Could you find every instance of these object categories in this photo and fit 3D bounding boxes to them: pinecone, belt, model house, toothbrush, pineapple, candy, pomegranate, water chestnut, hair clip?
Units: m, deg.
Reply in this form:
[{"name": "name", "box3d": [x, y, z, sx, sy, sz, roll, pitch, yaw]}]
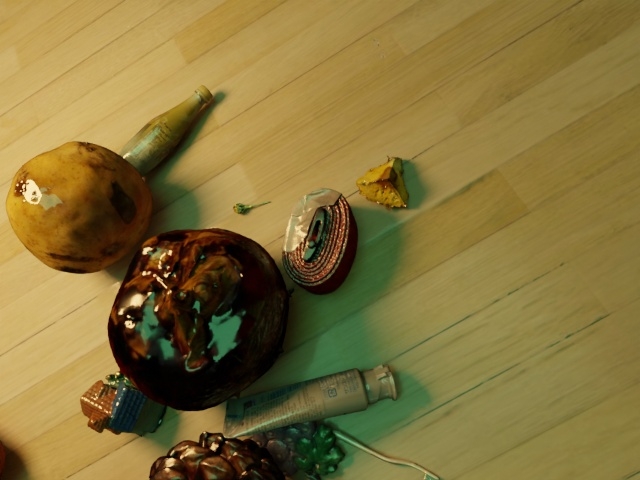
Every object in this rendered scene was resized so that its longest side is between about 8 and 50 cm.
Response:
[{"name": "pinecone", "box3d": [-0.157, 0.448, 0.734, 0.242, 0.296, 0.298, -29, 104, -8]}, {"name": "belt", "box3d": [0.000, 0.000, 0.902, 0.128, 0.124, 0.200, 10, 78, 16]}, {"name": "model house", "box3d": [-0.397, 0.316, 0.905, 0.148, 0.148, 0.119, 19, 79, 17]}, {"name": "toothbrush", "box3d": [0.110, 0.379, 0.820, 0.204, 0.017, 0.022, 19, 61, 19]}, {"name": "pineapple", "box3d": [0.136, -0.131, 0.933, 0.115, 0.077, 0.114, 18, 67, 15]}, {"name": "candy", "box3d": [-0.152, -0.078, 1.023, 0.083, 0.025, 0.023, -15, 99, 2]}, {"name": "pomegranate", "box3d": [-0.506, -0.067, 0.987, 0.282, 0.281, 0.280, -4, 73, 14]}, {"name": "water chestnut", "box3d": [-0.216, 0.125, 0.815, 0.336, 0.347, 0.334, -2, 69, 5]}, {"name": "hair clip", "box3d": [-0.051, 0.371, 0.855, 0.196, 0.052, 0.124, 19, 99, 13]}]

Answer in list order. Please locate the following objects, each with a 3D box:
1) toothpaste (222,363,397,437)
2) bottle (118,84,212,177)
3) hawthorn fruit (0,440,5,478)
[{"name": "toothpaste", "box3d": [-0.019, 0.281, 0.815, 0.300, 0.114, 0.073, -11, 106, -4]}, {"name": "bottle", "box3d": [-0.361, -0.264, 1.100, 0.083, 0.083, 0.269, 41, 83, 22]}, {"name": "hawthorn fruit", "box3d": [-0.771, 0.458, 0.947, 0.224, 0.224, 0.261, -48, 45, -2]}]
